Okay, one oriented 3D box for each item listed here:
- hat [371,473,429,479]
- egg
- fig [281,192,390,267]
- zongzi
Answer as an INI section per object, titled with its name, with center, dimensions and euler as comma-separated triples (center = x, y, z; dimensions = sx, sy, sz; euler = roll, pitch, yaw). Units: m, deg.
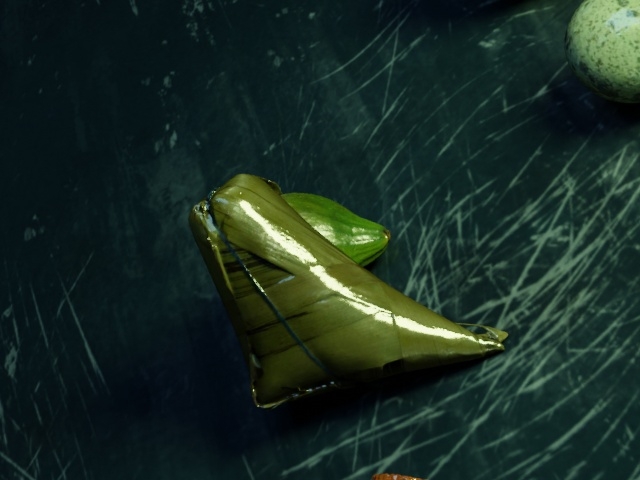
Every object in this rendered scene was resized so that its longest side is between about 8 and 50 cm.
[hat]
center = 0.078, 0.306, 1.533
dimensions = 0.112, 0.093, 0.162
euler = -6, 69, 49
[egg]
center = 0.349, -0.215, 1.731
dimensions = 0.172, 0.132, 0.132
euler = 1, 55, 26
[fig]
center = 0.000, 0.000, 1.834
dimensions = 0.156, 0.123, 0.123
euler = -13, 47, 21
[zongzi]
center = 0.023, 0.031, 1.698
dimensions = 0.289, 0.260, 0.123
euler = -17, 9, 25
